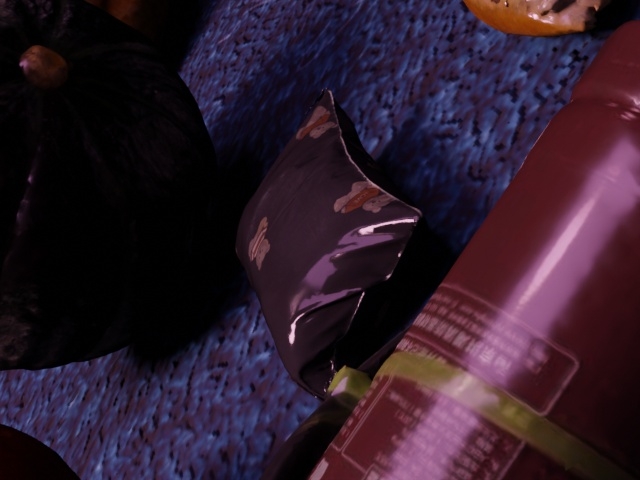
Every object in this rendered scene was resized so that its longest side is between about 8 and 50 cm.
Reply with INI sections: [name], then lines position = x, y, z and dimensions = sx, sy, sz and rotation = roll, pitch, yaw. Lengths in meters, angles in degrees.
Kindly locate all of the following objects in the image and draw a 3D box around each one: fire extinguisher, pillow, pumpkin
[fire extinguisher]
position = 0.019, 0.102, 0.434
dimensions = 0.341, 0.105, 0.141
rotation = -54, 9, -4
[pillow]
position = 0.000, 0.000, 0.673
dimensions = 0.090, 0.048, 0.150
rotation = -46, 27, 9
[pumpkin]
position = -0.158, -0.034, 0.805
dimensions = 0.220, 0.221, 0.162
rotation = -81, 13, -47

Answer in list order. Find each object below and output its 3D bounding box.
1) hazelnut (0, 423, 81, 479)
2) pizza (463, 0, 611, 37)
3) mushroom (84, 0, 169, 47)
[hazelnut]
position = -0.165, 0.170, 0.607
dimensions = 0.178, 0.178, 0.204
rotation = -21, 70, 51
[pizza]
position = 0.123, -0.167, 0.694
dimensions = 0.176, 0.036, 0.184
rotation = -49, 22, 4
[mushroom]
position = -0.244, -0.148, 1.146
dimensions = 0.263, 0.195, 0.283
rotation = -58, 23, 3
